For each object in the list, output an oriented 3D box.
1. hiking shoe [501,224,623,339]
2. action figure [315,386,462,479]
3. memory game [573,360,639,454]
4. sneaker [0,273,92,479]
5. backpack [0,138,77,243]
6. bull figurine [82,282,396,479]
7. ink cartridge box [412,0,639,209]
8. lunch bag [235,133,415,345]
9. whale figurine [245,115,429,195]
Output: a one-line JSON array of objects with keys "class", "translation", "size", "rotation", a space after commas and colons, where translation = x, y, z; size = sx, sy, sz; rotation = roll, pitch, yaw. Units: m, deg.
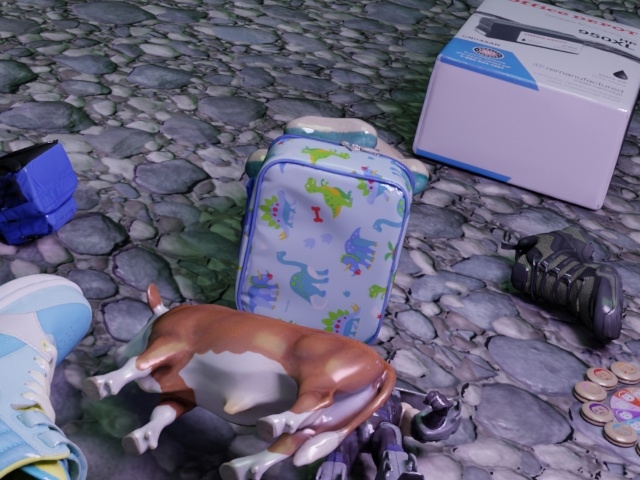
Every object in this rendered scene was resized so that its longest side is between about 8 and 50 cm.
[{"class": "hiking shoe", "translation": [0.290, 0.058, 1.666], "size": [0.114, 0.086, 0.227], "rotation": [-7, 25, -6]}, {"class": "action figure", "translation": [0.044, 0.183, 1.303], "size": [0.185, 0.099, 0.285], "rotation": [-2, 24, 1]}, {"class": "memory game", "translation": [0.368, 0.187, 1.511], "size": [0.186, 0.012, 0.186], "rotation": [9, 28, -5]}, {"class": "sneaker", "translation": [-0.256, 0.157, 1.209], "size": [0.208, 0.127, 0.319], "rotation": [22, 39, 21]}, {"class": "backpack", "translation": [-0.350, -0.048, 1.577], "size": [0.120, 0.101, 0.098], "rotation": [-12, 13, 26]}, {"class": "bull figurine", "translation": [-0.091, 0.122, 1.243], "size": [0.310, 0.101, 0.188], "rotation": [4, 29, 31]}, {"class": "ink cartridge box", "translation": [0.336, -0.228, 2.101], "size": [0.285, 0.166, 0.395], "rotation": [18, 28, 11]}, {"class": "lunch bag", "translation": [0.000, 0.000, 1.491], "size": [0.176, 0.219, 0.090], "rotation": [12, 27, 1]}, {"class": "whale figurine", "translation": [0.017, -0.060, 1.610], "size": [0.216, 0.141, 0.272], "rotation": [5, -14, 4]}]
